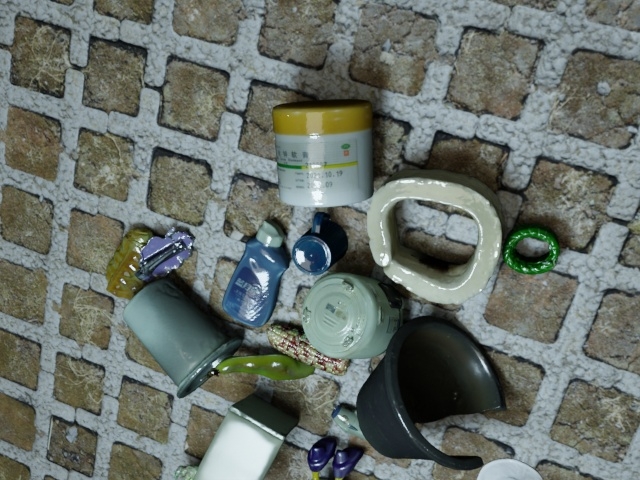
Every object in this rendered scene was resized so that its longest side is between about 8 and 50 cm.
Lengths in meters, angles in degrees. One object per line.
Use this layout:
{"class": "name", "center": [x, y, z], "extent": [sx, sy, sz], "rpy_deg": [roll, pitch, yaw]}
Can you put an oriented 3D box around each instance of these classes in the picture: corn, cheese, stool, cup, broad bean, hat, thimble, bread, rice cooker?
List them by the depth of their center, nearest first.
{"class": "thimble", "center": [0.500, 0.019, 1.628], "extent": [0.130, 0.090, 0.118], "rpy_deg": [23, 110, 11]}
{"class": "cheese", "center": [0.270, -0.018, 1.660], "extent": [0.332, 0.153, 0.293], "rpy_deg": [20, 110, 13]}
{"class": "rice cooker", "center": [0.086, 0.188, 1.740], "extent": [0.225, 0.244, 0.226], "rpy_deg": [-7, 76, 31]}
{"class": "cup", "center": [-0.009, 0.005, 1.769], "extent": [0.113, 0.138, 0.150], "rpy_deg": [-20, 98, 22]}
{"class": "hat", "center": [0.496, 0.688, 1.799], "extent": [0.203, 0.126, 0.203], "rpy_deg": [5, 104, 20]}
{"class": "corn", "center": [-0.036, 0.297, 1.891], "extent": [0.253, 0.086, 0.086], "rpy_deg": [19, 110, 14]}
{"class": "stool", "center": [-0.202, 0.582, 1.891], "extent": [0.170, 0.269, 0.244], "rpy_deg": [28, 89, 9]}
{"class": "broad bean", "center": [-0.169, 0.351, 1.911], "extent": [0.324, 0.067, 0.075], "rpy_deg": [2, 77, -11]}
{"class": "bread", "center": [-0.549, 0.068, 2.002], "extent": [0.128, 0.088, 0.232], "rpy_deg": [36, 114, 0]}

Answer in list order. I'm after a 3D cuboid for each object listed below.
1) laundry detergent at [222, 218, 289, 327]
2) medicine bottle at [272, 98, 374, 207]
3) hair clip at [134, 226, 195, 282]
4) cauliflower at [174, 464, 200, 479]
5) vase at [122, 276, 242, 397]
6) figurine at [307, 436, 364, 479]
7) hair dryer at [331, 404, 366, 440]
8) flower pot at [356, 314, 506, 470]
{"class": "laundry detergent", "center": [-0.166, 0.086, 1.870], "extent": [0.143, 0.094, 0.290], "rpy_deg": [26, 112, 14]}
{"class": "medicine bottle", "center": [0.009, -0.213, 1.648], "extent": [0.237, 0.238, 0.232], "rpy_deg": [2, 105, 18]}
{"class": "hair clip", "center": [-0.440, 0.042, 1.936], "extent": [0.195, 0.052, 0.124], "rpy_deg": [-38, 125, -5]}
{"class": "cauliflower", "center": [-0.392, 0.813, 2.057], "extent": [0.256, 0.315, 0.239], "rpy_deg": [47, 134, 18]}
{"class": "vase", "center": [-0.399, 0.261, 1.943], "extent": [0.291, 0.245, 0.245], "rpy_deg": [45, 114, 12]}
{"class": "figurine", "center": [0.021, 0.768, 1.947], "extent": [0.154, 0.193, 0.421], "rpy_deg": [8, 112, 13]}
{"class": "hair dryer", "center": [0.150, 0.481, 1.910], "extent": [0.199, 0.067, 0.167], "rpy_deg": [-40, 99, 9]}
{"class": "flower pot", "center": [0.239, 0.396, 1.715], "extent": [0.379, 0.379, 0.251], "rpy_deg": [51, 135, -1]}
